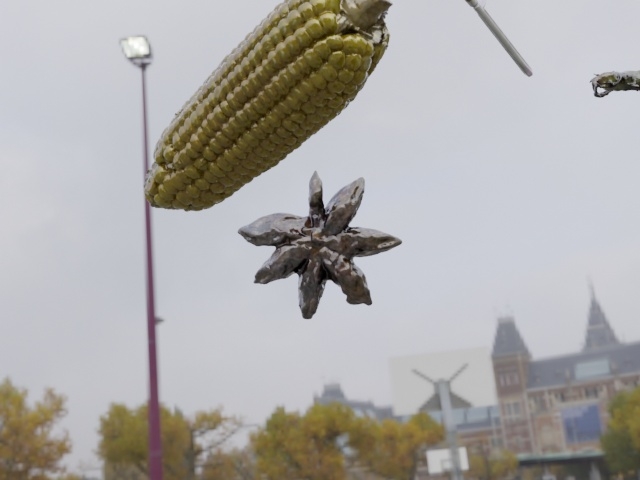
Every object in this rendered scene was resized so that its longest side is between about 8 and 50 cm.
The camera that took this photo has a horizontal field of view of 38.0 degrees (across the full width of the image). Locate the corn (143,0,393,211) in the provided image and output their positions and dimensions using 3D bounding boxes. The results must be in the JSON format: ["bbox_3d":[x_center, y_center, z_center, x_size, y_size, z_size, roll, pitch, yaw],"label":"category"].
[{"bbox_3d":[-0.056,-0.135,0.917,0.322,0.119,0.119,-41,-33,28],"label":"corn"}]

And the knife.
[{"bbox_3d":[0.206,-0.301,1.200,0.022,0.046,0.256,-40,-64,14],"label":"knife"}]

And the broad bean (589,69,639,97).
[{"bbox_3d":[0.396,-0.097,0.848,0.144,0.292,0.049,-18,-48,-33],"label":"broad bean"}]

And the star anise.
[{"bbox_3d":[0.006,0.016,1.293,0.212,0.197,0.073,-37,0,1],"label":"star anise"}]
